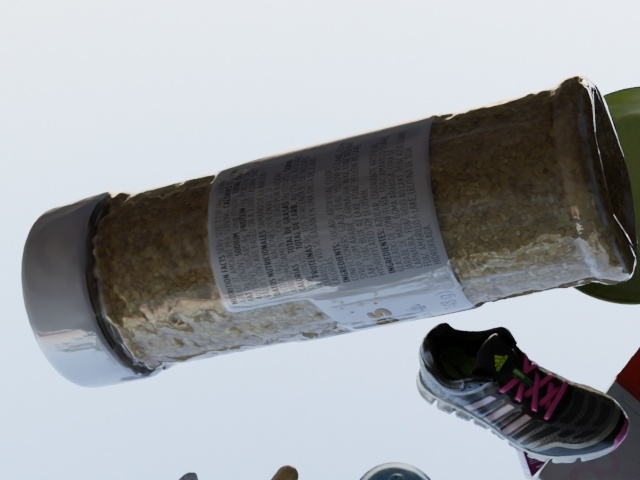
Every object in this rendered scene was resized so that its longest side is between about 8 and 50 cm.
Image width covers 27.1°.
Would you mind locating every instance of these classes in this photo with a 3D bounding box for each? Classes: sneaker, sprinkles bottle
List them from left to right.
[{"bbox_3d":[0.000,0.000,0.791,0.355,0.121,0.121,-13,-146,21],"label":"sprinkles bottle"},{"bbox_3d":[0.139,0.105,0.964,0.170,0.075,0.063,19,-123,32],"label":"sneaker"}]

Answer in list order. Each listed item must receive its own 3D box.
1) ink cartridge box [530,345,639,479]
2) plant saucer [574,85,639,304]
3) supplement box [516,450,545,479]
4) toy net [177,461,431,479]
[{"bbox_3d":[0.355,0.218,1.348,0.232,0.189,0.066,-48,171,-10],"label":"ink cartridge box"},{"bbox_3d":[0.342,-0.046,1.417,0.241,0.037,0.241,-8,-108,25],"label":"plant saucer"},{"bbox_3d":[0.239,0.222,1.484,0.043,0.083,0.055,-18,174,-2],"label":"supplement box"},{"bbox_3d":[-0.024,0.224,0.970,0.232,0.045,0.122,-4,-116,0],"label":"toy net"}]
